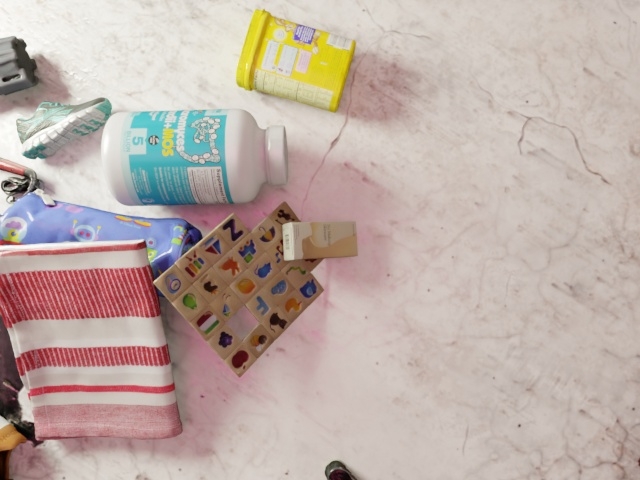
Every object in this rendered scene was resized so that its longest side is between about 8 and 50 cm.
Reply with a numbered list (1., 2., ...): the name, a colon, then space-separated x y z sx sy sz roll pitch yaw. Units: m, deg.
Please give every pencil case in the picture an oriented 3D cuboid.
1. pencil case: -0.337 0.006 0.819 0.306 0.119 0.133 11 106 0

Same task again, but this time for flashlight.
1. flashlight: -0.626 -0.259 0.849 0.304 0.103 0.103 -18 114 -4

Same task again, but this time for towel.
1. towel: -0.349 0.162 0.791 0.237 0.037 0.329 -3 109 4

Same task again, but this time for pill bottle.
1. pill bottle: -0.184 -0.129 0.812 0.264 0.146 0.146 -2 88 0

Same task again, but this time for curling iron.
1. curling iron: -0.590 -0.132 0.869 0.274 0.035 0.068 24 88 1

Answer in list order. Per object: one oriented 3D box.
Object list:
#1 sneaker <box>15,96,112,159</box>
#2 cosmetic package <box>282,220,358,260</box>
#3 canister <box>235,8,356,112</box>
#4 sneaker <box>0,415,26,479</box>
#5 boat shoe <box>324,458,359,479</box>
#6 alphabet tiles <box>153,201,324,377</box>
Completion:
1. sneaker: -0.427 -0.202 0.860 0.166 0.065 0.076 -28 84 -2
2. cosmetic package: 0.000 0.000 0.836 0.115 0.041 0.060 -4 88 -25
3. canister: -0.039 -0.289 0.855 0.169 0.073 0.126 16 88 0
4. sneaker: -0.563 0.416 0.809 0.123 0.106 0.290 26 87 4
5. boat shoe: 0.056 0.413 0.841 0.049 0.042 0.133 -40 89 -3
6. alphabet tiles: -0.102 0.058 0.812 0.237 0.009 0.198 -44 109 -22
